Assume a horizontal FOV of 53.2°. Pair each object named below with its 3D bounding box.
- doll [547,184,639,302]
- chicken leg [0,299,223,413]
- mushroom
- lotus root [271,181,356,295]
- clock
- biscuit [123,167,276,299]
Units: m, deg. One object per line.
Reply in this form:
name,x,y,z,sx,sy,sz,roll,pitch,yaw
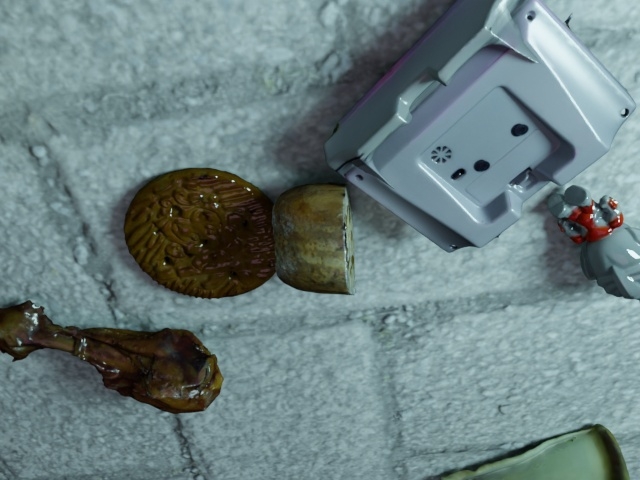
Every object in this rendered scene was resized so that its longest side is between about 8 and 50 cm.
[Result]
doll,0.325,0.008,0.715,0.180,0.079,0.094,45,132,-15
chicken leg,-0.271,0.140,0.824,0.304,0.093,0.113,19,109,-5
mushroom,0.337,0.444,0.971,0.292,0.217,0.212,-18,130,13
lotus root,0.001,0.000,0.685,0.081,0.112,0.122,-3,98,15
clock,0.149,-0.108,0.613,0.186,0.083,0.253,33,122,-24
biscuit,-0.131,-0.001,0.737,0.187,0.027,0.188,0,128,1
